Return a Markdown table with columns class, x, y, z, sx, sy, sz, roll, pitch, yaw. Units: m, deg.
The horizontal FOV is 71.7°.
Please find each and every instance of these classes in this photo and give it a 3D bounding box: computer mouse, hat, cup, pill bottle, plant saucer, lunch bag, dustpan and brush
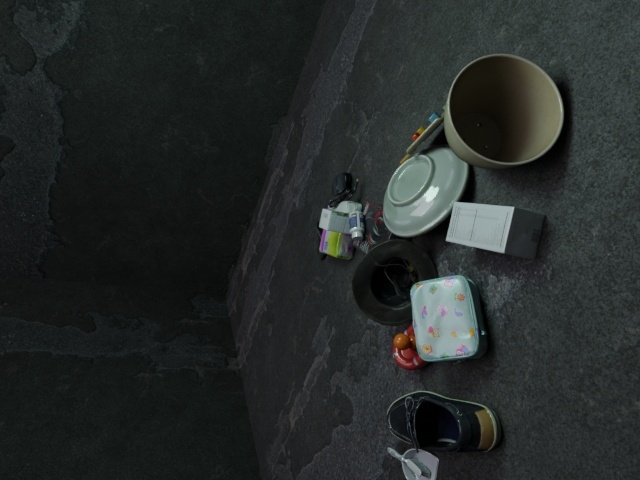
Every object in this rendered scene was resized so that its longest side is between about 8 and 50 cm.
| class | x | y | z | sx | sy | sz | roll | pitch | yaw |
| --- | --- | --- | --- | --- | --- | --- | --- | --- | --- |
| computer mouse | 0.122 | -0.294 | 2.279 | 0.184 | 0.060 | 0.262 | -25 | 31 | 39 |
| hat | 0.286 | 0.159 | 1.724 | 0.134 | 0.332 | 0.331 | 6 | -86 | -79 |
| cup | 0.514 | -0.354 | 1.352 | 0.237 | 0.331 | 0.330 | 110 | 166 | -82 |
| pill bottle | 0.160 | -0.062 | 1.942 | 0.067 | 0.067 | 0.120 | -39 | 46 | 54 |
| plant saucer | 0.363 | -0.208 | 1.669 | 0.400 | 0.101 | 0.400 | -37 | 36 | 33 |
| lunch bag | 0.421 | 0.261 | 1.448 | 0.224 | 0.108 | 0.279 | -16 | 67 | 31 |
| dustpan and brush | 0.320 | 0.793 | 1.579 | 0.211 | 0.060 | 0.147 | 10 | 90 | 64 |

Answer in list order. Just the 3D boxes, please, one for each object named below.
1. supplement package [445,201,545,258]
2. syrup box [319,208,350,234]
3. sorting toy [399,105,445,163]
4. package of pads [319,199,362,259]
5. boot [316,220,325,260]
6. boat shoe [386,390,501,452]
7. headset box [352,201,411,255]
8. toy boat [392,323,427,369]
| class | x | y | z | sx | sy | sz | roll | pitch | yaw |
| --- | --- | --- | --- | --- | --- | --- | --- | --- | --- |
| supplement package | 0.528 | -0.037 | 1.361 | 0.244 | 0.134 | 0.139 | 20 | 99 | 64 |
| syrup box | 0.124 | -0.081 | 2.085 | 0.093 | 0.237 | 0.096 | 26 | 106 | 63 |
| sorting toy | 0.400 | -0.419 | 1.663 | 0.347 | 0.047 | 0.196 | -47 | -2 | 38 |
| package of pads | 0.102 | -0.060 | 2.278 | 0.229 | 0.101 | 0.296 | 16 | 96 | 65 |
| boot | 0.000 | 0.000 | 2.506 | 0.197 | 0.077 | 0.137 | -106 | 30 | -43 |
| boat shoe | 0.356 | 0.602 | 1.470 | 0.500 | 0.156 | 0.186 | -30 | 57 | 60 |
| headset box | 0.263 | -0.027 | 1.927 | 0.293 | 0.110 | 0.218 | 46 | 122 | 59 |
| toy boat | 0.330 | 0.370 | 1.603 | 0.231 | 0.151 | 0.151 | -57 | 34 | 39 |
